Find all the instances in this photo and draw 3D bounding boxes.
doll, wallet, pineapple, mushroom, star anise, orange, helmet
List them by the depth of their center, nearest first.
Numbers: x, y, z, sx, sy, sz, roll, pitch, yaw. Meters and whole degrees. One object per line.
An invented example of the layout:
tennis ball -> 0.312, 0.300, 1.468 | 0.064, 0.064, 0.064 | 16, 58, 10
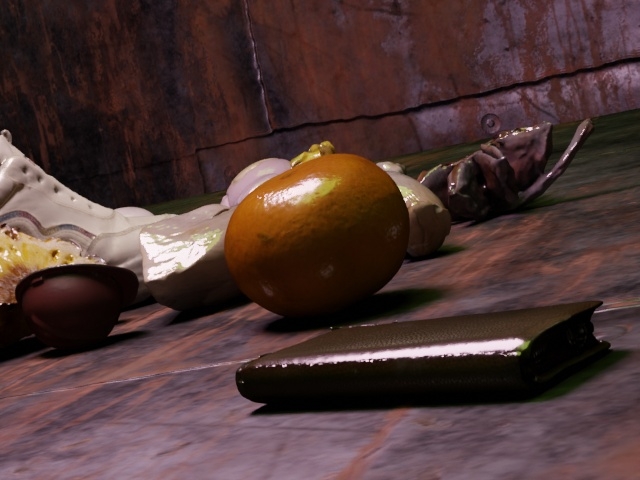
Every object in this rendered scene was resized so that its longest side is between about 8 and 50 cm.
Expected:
wallet -> 0.058, 0.066, 0.842 | 0.198, 0.031, 0.110 | -8, 6, 38
orange -> 0.000, 0.000, 1.192 | 0.156, 0.124, 0.156 | -26, 14, 7
helmet -> -0.215, 0.066, 1.302 | 0.111, 0.057, 0.089 | -6, -38, -5
pineapple -> -0.314, 0.045, 1.401 | 0.233, 0.079, 0.135 | -13, 47, -46
mushroom -> -0.070, 0.008, 1.423 | 0.247, 0.096, 0.108 | -11, -19, -26
mushroom -> 0.064, -0.034, 1.535 | 0.099, 0.096, 0.278 | -16, 6, -12
star anise -> 0.201, -0.074, 1.695 | 0.231, 0.089, 0.209 | -15, 14, 44
doll -> -0.147, -0.026, 1.820 | 0.365, 0.094, 0.160 | -20, 2, -4

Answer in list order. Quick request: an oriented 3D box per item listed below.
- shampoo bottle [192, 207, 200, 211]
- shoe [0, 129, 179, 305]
shampoo bottle -> -0.046, -0.040, 2.020 | 0.260, 0.064, 0.102 | -12, 9, 9
shoe -> -0.295, -0.017, 1.546 | 0.342, 0.210, 0.132 | -14, 6, -24
